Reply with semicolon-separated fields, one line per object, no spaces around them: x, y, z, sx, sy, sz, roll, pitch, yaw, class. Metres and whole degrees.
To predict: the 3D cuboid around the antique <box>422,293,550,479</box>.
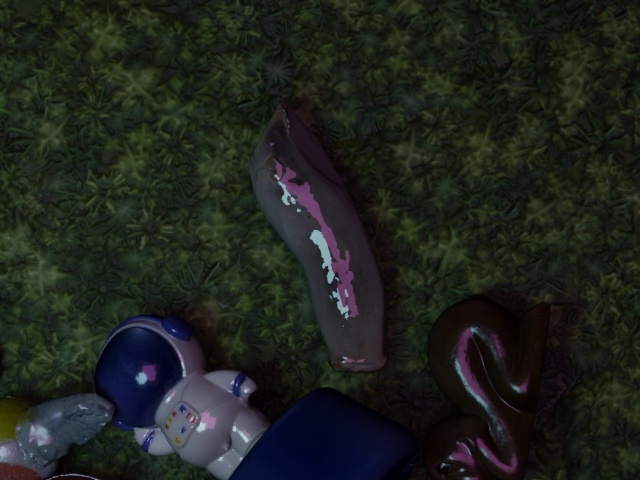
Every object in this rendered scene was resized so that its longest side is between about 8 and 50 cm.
0.193;0.192;1.586;0.143;0.121;0.256;8;82;6;antique

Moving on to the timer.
-0.109;0.231;1.525;0.383;0.270;0.270;35;83;17;timer

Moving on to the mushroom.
0.002;0.000;1.613;0.109;0.097;0.351;-24;87;-4;mushroom

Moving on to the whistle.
-0.333;0.236;1.530;0.223;0.123;0.123;-24;84;29;whistle

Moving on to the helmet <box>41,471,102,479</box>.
-0.305;0.356;1.548;0.155;0.106;0.175;26;83;-2;helmet
